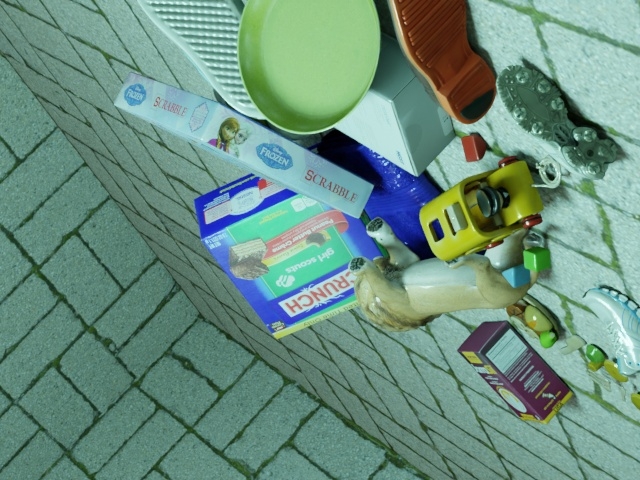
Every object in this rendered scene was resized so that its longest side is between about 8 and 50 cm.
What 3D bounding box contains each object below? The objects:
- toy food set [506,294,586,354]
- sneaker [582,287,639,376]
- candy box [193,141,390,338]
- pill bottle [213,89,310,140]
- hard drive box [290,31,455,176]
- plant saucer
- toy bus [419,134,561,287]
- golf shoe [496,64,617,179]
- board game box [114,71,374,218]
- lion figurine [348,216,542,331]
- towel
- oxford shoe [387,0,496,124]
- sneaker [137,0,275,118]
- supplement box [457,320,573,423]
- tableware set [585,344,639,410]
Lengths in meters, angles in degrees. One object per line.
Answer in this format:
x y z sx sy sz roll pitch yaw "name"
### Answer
0.343 0.130 2.182 0.192 0.038 0.132 42 165 7 "toy food set"
0.444 0.148 1.883 0.191 0.083 0.071 42 167 11 "sneaker"
-0.038 0.008 2.393 0.317 0.268 0.122 56 -166 -43 "candy box"
-0.088 -0.238 2.148 0.208 0.117 0.117 25 157 52 "pill bottle"
0.063 -0.219 1.860 0.232 0.089 0.181 35 163 31 "hard drive box"
-0.010 -0.263 1.768 0.241 0.241 0.037 35 -157 31 "plant saucer"
0.218 -0.041 1.783 0.191 0.104 0.202 38 136 46 "toy bus"
0.273 -0.136 1.588 0.176 0.069 0.086 45 171 -3 "golf shoe"
-0.125 -0.154 2.086 0.319 0.066 0.318 26 180 -36 "board game box"
0.201 0.061 2.028 0.392 0.142 0.240 0 147 36 "lion figurine"
0.130 -0.057 2.156 0.308 0.076 0.228 48 166 -15 "towel"
0.125 -0.251 1.605 0.098 0.097 0.271 38 166 43 "oxford shoe"
-0.172 -0.323 1.915 0.366 0.135 0.150 59 179 2 "sneaker"
0.351 0.238 2.376 0.188 0.081 0.104 46 165 -9 "supplement box"
0.489 0.225 2.099 0.154 0.024 0.104 34 159 36 "tableware set"
